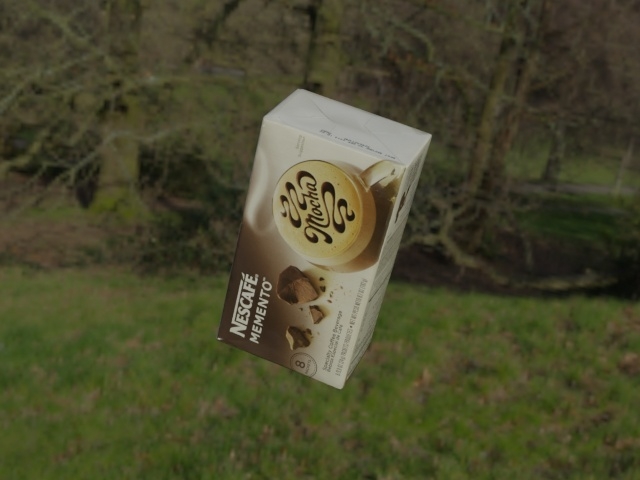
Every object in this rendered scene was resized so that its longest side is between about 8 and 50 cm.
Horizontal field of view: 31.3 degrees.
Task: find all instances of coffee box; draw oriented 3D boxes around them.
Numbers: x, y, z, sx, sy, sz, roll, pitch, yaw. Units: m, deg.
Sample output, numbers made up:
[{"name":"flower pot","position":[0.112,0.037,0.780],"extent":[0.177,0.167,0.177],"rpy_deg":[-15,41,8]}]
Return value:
[{"name":"coffee box","position":[0.000,0.000,1.314],"extent":[0.168,0.297,0.119],"rpy_deg":[21,29,11]}]
